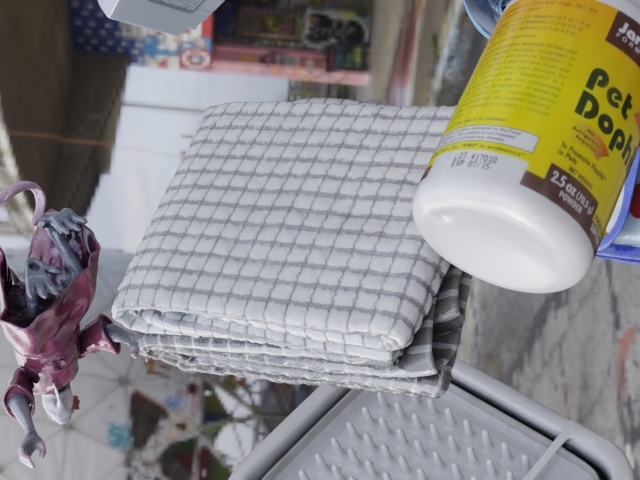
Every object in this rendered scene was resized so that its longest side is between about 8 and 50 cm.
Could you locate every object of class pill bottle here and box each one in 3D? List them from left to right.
[{"bbox_3d":[0.150,-0.082,0.687,0.117,0.117,0.215,101,-165,-67],"label":"pill bottle"}]

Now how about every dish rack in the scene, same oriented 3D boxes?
[{"bbox_3d":[0.102,0.253,1.042,0.285,0.333,0.072,-42,-42,-24],"label":"dish rack"}]

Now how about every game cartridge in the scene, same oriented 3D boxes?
[{"bbox_3d":[-0.153,-0.394,1.406,0.198,0.297,0.062,7,-131,-57],"label":"game cartridge"}]

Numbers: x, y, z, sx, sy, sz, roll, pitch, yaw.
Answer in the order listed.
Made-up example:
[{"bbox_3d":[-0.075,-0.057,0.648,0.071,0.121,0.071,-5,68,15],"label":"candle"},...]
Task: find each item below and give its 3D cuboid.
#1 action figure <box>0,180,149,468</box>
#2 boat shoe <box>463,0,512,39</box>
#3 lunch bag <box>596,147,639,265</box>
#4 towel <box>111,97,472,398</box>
[{"bbox_3d":[-0.422,0.146,1.588,0.248,0.275,0.370,-36,-29,-37],"label":"action figure"},{"bbox_3d":[0.248,-0.257,1.201,0.258,0.109,0.089,55,155,39],"label":"boat shoe"},{"bbox_3d":[0.455,-0.119,1.302,0.239,0.385,0.328,14,-93,-59],"label":"lunch bag"},{"bbox_3d":[0.000,0.000,0.859,0.121,0.283,0.235,60,-136,-44],"label":"towel"}]
